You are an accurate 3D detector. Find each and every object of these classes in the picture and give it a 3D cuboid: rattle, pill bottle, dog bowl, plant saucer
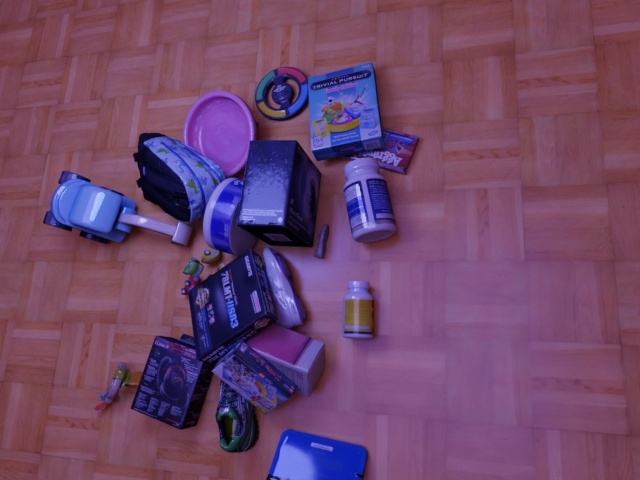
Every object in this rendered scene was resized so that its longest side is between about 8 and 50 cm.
[{"bbox_3d":[-0.731,0.562,1.767,0.130,0.142,0.200,38,106,52],"label":"rattle"},{"bbox_3d":[0.125,0.230,1.568,0.103,0.103,0.184,-2,76,15],"label":"pill bottle"},{"bbox_3d":[-0.296,-0.082,1.679,0.104,0.265,0.265,17,81,17],"label":"dog bowl"},{"bbox_3d":[-0.379,-0.403,1.839,0.332,0.084,0.332,3,96,25],"label":"plant saucer"},{"bbox_3d":[0.162,-0.137,1.623,0.153,0.153,0.265,-13,73,12],"label":"pill bottle"}]

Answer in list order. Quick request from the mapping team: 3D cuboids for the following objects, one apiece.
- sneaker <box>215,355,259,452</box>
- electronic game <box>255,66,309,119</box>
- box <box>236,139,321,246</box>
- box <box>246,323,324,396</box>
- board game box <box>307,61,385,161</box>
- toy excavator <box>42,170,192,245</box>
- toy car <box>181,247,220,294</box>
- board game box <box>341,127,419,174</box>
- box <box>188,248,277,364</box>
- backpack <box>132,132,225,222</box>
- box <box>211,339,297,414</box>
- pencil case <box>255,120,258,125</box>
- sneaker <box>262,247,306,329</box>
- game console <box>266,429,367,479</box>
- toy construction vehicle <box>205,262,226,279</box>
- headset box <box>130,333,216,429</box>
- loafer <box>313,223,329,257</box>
[{"bbox_3d":[-0.279,0.528,1.586,0.134,0.146,0.343,-12,73,13],"label":"sneaker"},{"bbox_3d":[-0.151,-0.583,1.879,0.229,0.048,0.229,-4,75,15],"label":"electronic game"},{"bbox_3d":[-0.130,-0.153,1.632,0.182,0.296,0.294,2,77,17],"label":"box"},{"bbox_3d":[-0.114,0.383,1.554,0.232,0.149,0.127,17,45,18],"label":"box"},{"bbox_3d":[0.089,-0.474,1.741,0.253,0.079,0.336,-9,65,13],"label":"board game box"},{"bbox_3d":[-0.772,-0.086,1.819,0.445,0.433,0.222,8,77,46],"label":"toy excavator"},{"bbox_3d":[-0.437,0.105,1.706,0.053,0.225,0.239,32,86,1],"label":"toy car"},{"bbox_3d":[0.201,-0.343,1.731,0.281,0.027,0.145,19,83,19],"label":"board game box"},{"bbox_3d":[-0.304,0.218,1.600,0.293,0.073,0.295,-35,46,15],"label":"box"},{"bbox_3d":[-0.515,-0.216,1.760,0.355,0.273,0.290,42,135,47],"label":"backpack"},{"bbox_3d":[-0.211,0.440,1.512,0.233,0.044,0.159,42,122,-8],"label":"box"},{"bbox_3d":[-0.326,-0.483,1.894,0.151,0.064,0.070,33,44,20],"label":"pencil case"},{"bbox_3d":[-0.164,0.170,1.658,0.152,0.114,0.305,-24,71,8],"label":"sneaker"},{"bbox_3d":[-0.009,0.780,1.510,0.293,0.173,0.250,6,47,17],"label":"game console"},{"bbox_3d":[-0.368,0.139,1.770,0.086,0.035,0.098,42,99,21],"label":"toy construction vehicle"},{"bbox_3d":[-0.507,0.481,1.680,0.218,0.110,0.293,13,80,18],"label":"headset box"},{"bbox_3d":[0.000,0.000,1.694,0.039,0.045,0.125,6,81,24],"label":"loafer"}]
